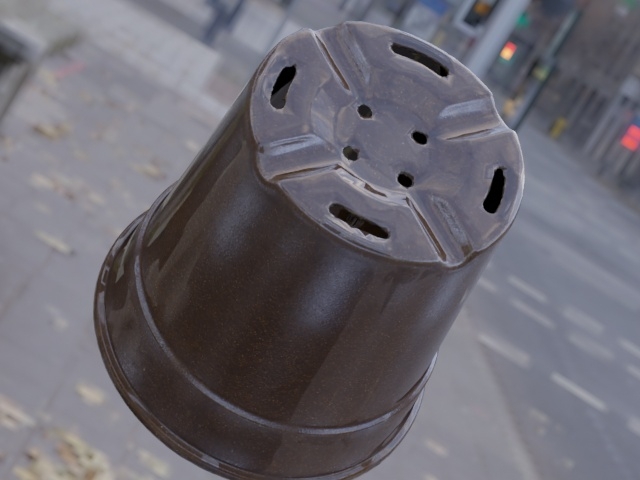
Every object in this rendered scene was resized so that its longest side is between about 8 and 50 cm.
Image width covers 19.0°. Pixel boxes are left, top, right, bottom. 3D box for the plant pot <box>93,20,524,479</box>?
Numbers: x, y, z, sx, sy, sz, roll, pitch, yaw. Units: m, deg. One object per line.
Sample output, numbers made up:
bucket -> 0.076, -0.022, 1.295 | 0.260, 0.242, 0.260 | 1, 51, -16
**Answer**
plant pot -> 0.000, 0.000, 0.849 | 0.167, 0.165, 0.167 | 12, 52, -16
